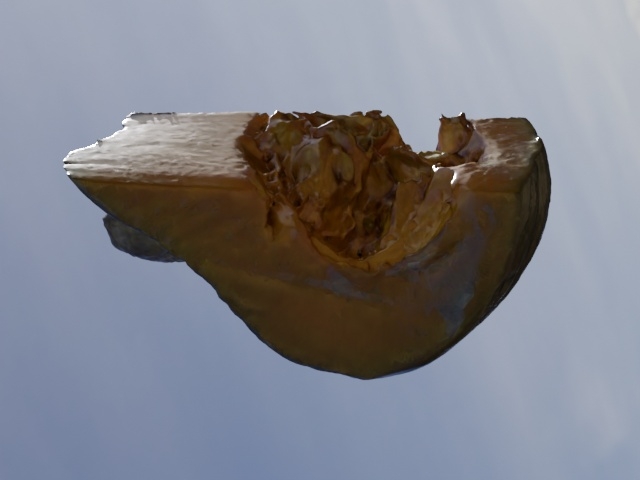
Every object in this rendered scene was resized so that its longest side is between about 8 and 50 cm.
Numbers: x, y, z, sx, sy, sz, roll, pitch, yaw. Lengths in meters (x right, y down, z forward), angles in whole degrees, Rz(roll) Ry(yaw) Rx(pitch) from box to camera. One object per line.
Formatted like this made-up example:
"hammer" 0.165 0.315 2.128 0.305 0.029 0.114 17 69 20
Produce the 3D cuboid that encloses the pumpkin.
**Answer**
"pumpkin" -0.005 0.002 0.987 0.131 0.248 0.126 -78 -8 -62
